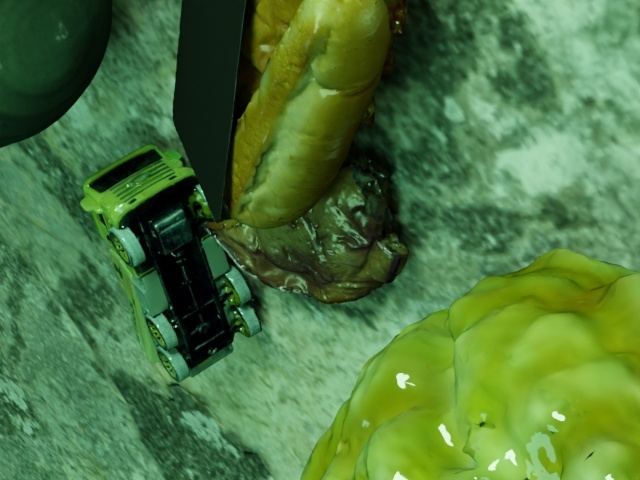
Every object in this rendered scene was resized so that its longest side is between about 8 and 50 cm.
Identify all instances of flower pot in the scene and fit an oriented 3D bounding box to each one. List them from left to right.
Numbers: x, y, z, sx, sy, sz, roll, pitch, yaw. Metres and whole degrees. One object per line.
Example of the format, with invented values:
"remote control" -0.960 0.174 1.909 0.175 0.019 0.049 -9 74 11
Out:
"flower pot" -0.231 -0.151 0.913 0.243 0.157 0.189 21 141 37

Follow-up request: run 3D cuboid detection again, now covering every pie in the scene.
"pie" 0.000 0.000 0.903 0.092 0.034 0.170 49 144 -10

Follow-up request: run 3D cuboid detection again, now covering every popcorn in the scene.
"popcorn" 0.121 0.147 0.682 0.335 0.274 0.279 23 138 38

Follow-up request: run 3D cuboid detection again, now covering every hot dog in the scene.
"hot dog" -0.006 -0.084 0.781 0.249 0.076 0.102 120 139 -59

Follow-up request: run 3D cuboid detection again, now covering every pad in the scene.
"pad" -0.061 -0.101 0.813 0.112 0.003 0.157 -117 28 -47

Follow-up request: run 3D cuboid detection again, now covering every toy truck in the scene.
"toy truck" -0.108 0.013 1.025 0.100 0.077 0.169 39 155 43
